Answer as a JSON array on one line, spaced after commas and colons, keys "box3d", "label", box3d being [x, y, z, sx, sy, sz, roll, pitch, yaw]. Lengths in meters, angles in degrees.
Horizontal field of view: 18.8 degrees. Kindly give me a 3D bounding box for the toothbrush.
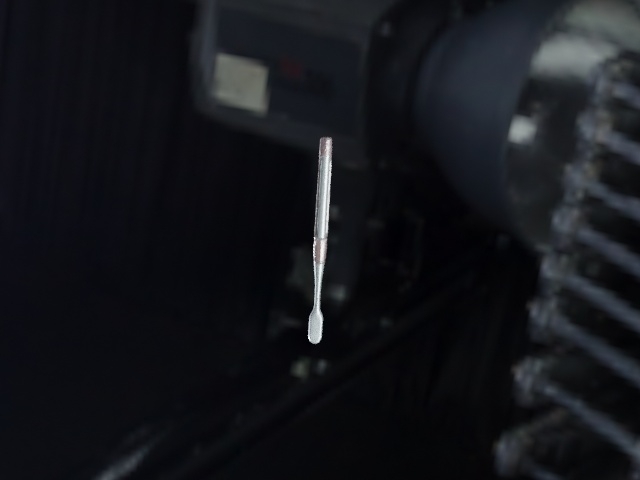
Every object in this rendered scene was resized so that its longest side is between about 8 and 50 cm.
[{"box3d": [0.000, 0.000, 0.878, 0.006, 0.097, 0.008, 2, -166, -5], "label": "toothbrush"}]
